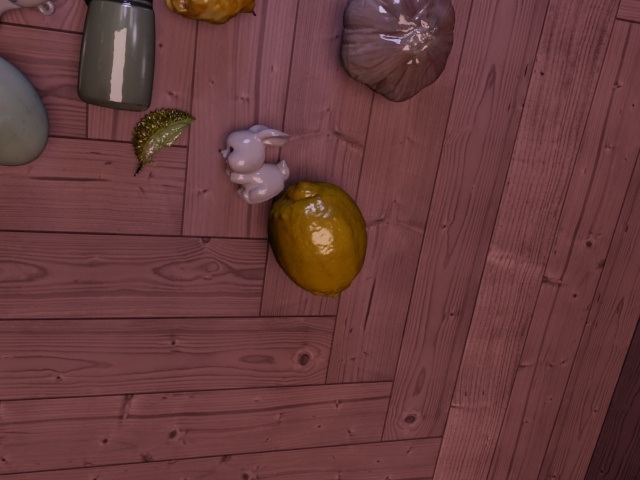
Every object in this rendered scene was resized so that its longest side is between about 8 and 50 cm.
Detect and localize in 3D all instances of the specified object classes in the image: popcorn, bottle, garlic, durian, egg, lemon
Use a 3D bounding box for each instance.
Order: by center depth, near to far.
[{"bbox_3d":[-0.727,-0.292,1.364,0.203,0.203,0.283,-30,118,-5],"label":"egg"},{"bbox_3d":[-0.458,-0.479,1.411,0.168,0.168,0.347,4,104,-20],"label":"bottle"},{"bbox_3d":[-0.242,-0.618,1.425,0.253,0.190,0.191,-23,147,-20],"label":"popcorn"},{"bbox_3d":[-0.415,-0.259,1.558,0.215,0.086,0.100,-42,131,-2],"label":"durian"},{"bbox_3d":[0.199,-0.521,1.562,0.317,0.259,0.317,-9,117,-17],"label":"garlic"},{"bbox_3d":[-0.001,-0.007,1.690,0.316,0.285,0.285,37,95,-25],"label":"lemon"}]

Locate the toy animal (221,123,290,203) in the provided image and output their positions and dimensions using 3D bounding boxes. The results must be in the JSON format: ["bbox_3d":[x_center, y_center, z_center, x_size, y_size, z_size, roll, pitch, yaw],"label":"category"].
[{"bbox_3d":[-0.164,-0.204,1.634,0.178,0.127,0.193,-17,114,-14],"label":"toy animal"}]

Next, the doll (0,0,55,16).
[{"bbox_3d":[-0.670,-0.596,1.317,0.311,0.160,0.242,-37,133,24],"label":"doll"}]
